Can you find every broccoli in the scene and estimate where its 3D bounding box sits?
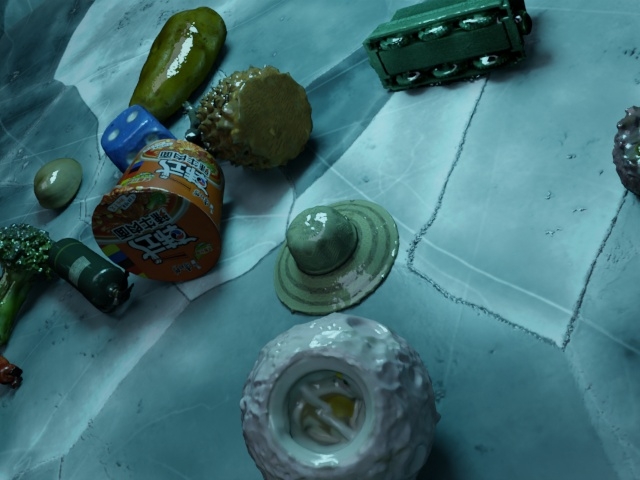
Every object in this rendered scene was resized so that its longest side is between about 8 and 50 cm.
[{"bbox_3d":[-0.723,0.088,1.609,0.198,0.177,0.274,27,92,51],"label":"broccoli"}]

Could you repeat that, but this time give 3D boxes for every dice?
[{"bbox_3d":[-0.423,-0.225,1.647,0.146,0.146,0.143,-42,42,-1],"label":"dice"}]

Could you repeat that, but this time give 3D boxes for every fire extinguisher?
[{"bbox_3d":[-0.479,0.080,1.481,0.294,0.093,0.118,24,97,43],"label":"fire extinguisher"}]

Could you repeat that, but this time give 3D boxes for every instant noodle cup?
[{"bbox_3d":[-0.305,-0.069,1.384,0.250,0.250,0.192,-18,39,21],"label":"instant noodle cup"}]

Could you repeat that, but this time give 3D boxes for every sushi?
[{"bbox_3d":[0.532,-0.140,0.963,0.241,0.107,0.161,-13,53,25],"label":"sushi"}]

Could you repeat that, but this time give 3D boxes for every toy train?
[{"bbox_3d":[0.253,-0.404,1.351,0.330,0.138,0.178,-3,45,35],"label":"toy train"}]

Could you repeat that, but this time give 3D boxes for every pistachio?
[{"bbox_3d":[-0.678,-0.150,1.794,0.113,0.113,0.149,19,61,42],"label":"pistachio"}]

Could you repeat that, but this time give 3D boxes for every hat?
[{"bbox_3d":[0.000,0.000,1.205,0.252,0.110,0.252,-18,48,21],"label":"hat"}]

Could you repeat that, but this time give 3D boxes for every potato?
[{"bbox_3d":[-0.375,-0.456,1.799,0.196,0.176,0.369,22,72,14],"label":"potato"}]

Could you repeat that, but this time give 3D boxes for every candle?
[{"bbox_3d":[-0.754,0.257,1.554,0.329,0.048,0.051,16,52,42],"label":"candle"}]

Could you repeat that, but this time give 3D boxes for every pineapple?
[{"bbox_3d":[-0.191,-0.252,1.487,0.357,0.223,0.222,6,59,51],"label":"pineapple"}]

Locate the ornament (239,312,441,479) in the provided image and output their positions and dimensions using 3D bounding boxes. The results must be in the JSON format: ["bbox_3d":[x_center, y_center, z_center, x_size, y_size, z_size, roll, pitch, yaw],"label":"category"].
[{"bbox_3d":[0.028,0.223,0.915,0.260,0.225,0.259,-3,76,12],"label":"ornament"}]
